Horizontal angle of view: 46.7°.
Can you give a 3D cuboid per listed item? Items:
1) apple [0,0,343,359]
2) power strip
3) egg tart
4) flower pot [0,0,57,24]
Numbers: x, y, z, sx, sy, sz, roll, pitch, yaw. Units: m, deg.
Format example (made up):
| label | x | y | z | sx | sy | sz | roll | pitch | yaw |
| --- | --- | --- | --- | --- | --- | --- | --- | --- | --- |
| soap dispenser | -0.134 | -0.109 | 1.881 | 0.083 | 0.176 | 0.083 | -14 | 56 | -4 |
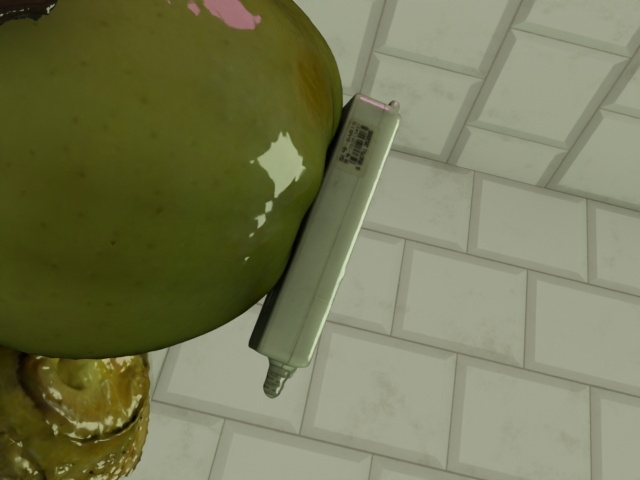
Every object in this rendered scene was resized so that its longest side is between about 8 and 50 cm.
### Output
| label | x | y | z | sx | sy | sz | roll | pitch | yaw |
| --- | --- | --- | --- | --- | --- | --- | --- | --- | --- |
| apple | -0.212 | -0.102 | 0.737 | 0.473 | 0.473 | 0.474 | -166 | -90 | -89 |
| power strip | 0.000 | 0.000 | 0.777 | 0.098 | 0.058 | 0.338 | 164 | -53 | -76 |
| egg tart | -0.316 | 0.166 | 0.911 | 0.341 | 0.129 | 0.341 | 39 | 41 | -44 |
| flower pot | -0.278 | -0.229 | 0.464 | 0.084 | 0.250 | 0.179 | -25 | -134 | 55 |
